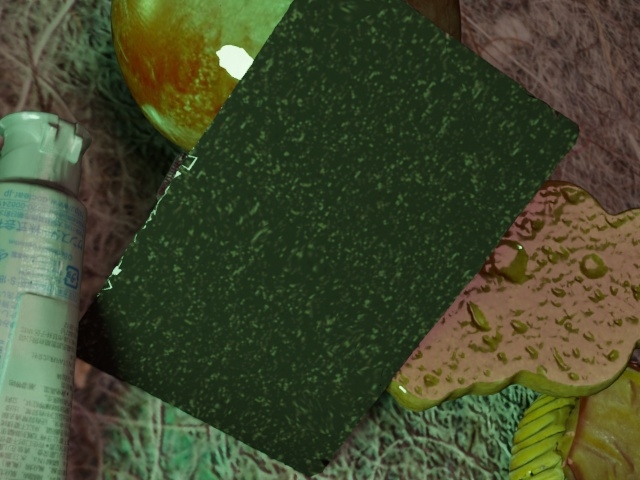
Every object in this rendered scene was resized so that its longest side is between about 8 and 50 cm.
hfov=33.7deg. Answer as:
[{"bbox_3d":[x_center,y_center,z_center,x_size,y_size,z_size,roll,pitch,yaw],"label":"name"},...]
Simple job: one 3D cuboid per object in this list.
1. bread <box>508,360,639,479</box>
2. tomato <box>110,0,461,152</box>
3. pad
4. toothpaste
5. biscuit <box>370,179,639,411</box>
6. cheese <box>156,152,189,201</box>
[{"bbox_3d":[0.249,0.204,0.891,0.199,0.104,0.199,15,56,-23],"label":"bread"},{"bbox_3d":[-0.017,-0.175,0.800,0.270,0.222,0.270,12,36,-8],"label":"tomato"},{"bbox_3d":[0.000,0.000,0.731,0.220,0.330,0.004,32,15,-17],"label":"pad"},{"bbox_3d":[-0.204,0.062,0.696,0.114,0.073,0.299,15,67,-27],"label":"toothpaste"},{"bbox_3d":[0.170,0.040,0.841,0.295,0.044,0.185,0,73,-9],"label":"biscuit"},{"bbox_3d":[-0.019,0.015,0.835,0.244,0.062,0.155,35,51,-14],"label":"cheese"}]
